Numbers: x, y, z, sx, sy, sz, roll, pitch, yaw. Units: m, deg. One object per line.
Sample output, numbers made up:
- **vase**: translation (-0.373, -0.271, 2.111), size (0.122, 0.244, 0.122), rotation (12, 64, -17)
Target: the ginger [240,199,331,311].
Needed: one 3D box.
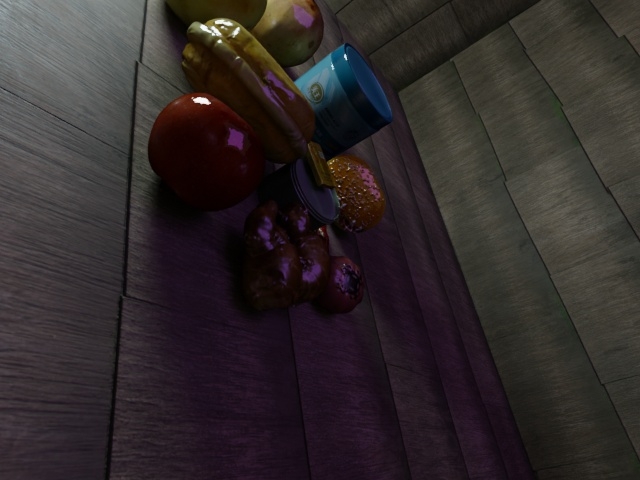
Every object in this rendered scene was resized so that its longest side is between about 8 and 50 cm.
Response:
- **ginger**: translation (-0.089, 0.036, 1.175), size (0.357, 0.152, 0.275), rotation (-4, 74, -60)

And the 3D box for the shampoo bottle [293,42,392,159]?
- **shampoo bottle**: translation (0.047, -0.507, 1.718), size (0.331, 0.342, 0.331), rotation (41, 34, -36)

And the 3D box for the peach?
- **peach**: translation (-0.329, -0.785, 1.376), size (0.315, 0.281, 0.315), rotation (-11, 113, -35)

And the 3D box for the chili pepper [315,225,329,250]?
- **chili pepper**: translation (0.000, 0.000, 1.501), size (0.268, 0.059, 0.051), rotation (-90, -179, -48)

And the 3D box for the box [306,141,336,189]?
- **box**: translation (-0.005, -0.235, 1.395), size (0.089, 0.022, 0.157), rotation (1, 64, -61)

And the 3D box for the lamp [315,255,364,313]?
- **lamp**: translation (0.047, 0.136, 1.369), size (0.182, 0.140, 0.182), rotation (17, 64, -40)

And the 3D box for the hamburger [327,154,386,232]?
- **hamburger**: translation (0.114, -0.171, 1.671), size (0.295, 0.227, 0.151), rotation (59, 3, 0)

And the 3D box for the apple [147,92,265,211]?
- **apple**: translation (-0.252, -0.191, 1.011), size (0.260, 0.216, 0.260), rotation (42, -1, 1)

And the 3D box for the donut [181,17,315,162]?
- **donut**: translation (-0.192, -0.391, 1.222), size (0.449, 0.198, 0.449), rotation (46, 1, -1)

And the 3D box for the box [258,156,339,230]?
- **box**: translation (-0.063, -0.129, 1.389), size (0.226, 0.149, 0.226), rotation (41, 35, -36)

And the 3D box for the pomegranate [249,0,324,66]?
- **pomegranate**: translation (-0.127, -0.862, 1.763), size (0.338, 0.338, 0.338), rotation (42, 33, -36)
